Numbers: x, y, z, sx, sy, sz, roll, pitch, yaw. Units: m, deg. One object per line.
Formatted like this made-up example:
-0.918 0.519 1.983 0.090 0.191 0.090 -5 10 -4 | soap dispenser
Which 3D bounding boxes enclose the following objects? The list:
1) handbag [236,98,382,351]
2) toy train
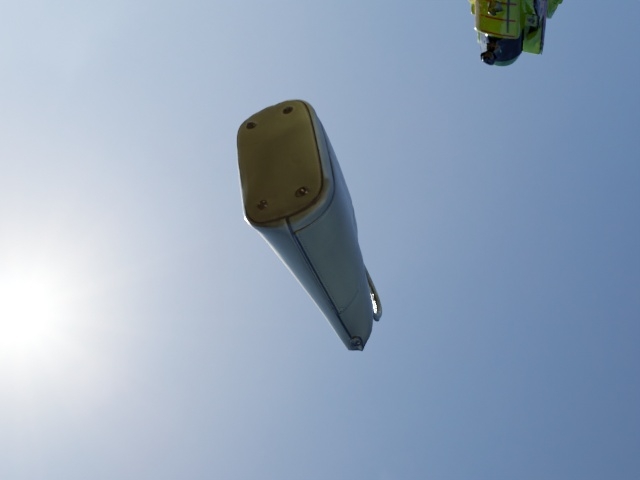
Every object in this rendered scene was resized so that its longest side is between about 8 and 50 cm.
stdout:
0.000 0.000 1.052 0.109 0.315 0.241 -16 -132 9 | handbag
0.220 -0.328 0.983 0.100 0.296 0.161 19 -120 23 | toy train
